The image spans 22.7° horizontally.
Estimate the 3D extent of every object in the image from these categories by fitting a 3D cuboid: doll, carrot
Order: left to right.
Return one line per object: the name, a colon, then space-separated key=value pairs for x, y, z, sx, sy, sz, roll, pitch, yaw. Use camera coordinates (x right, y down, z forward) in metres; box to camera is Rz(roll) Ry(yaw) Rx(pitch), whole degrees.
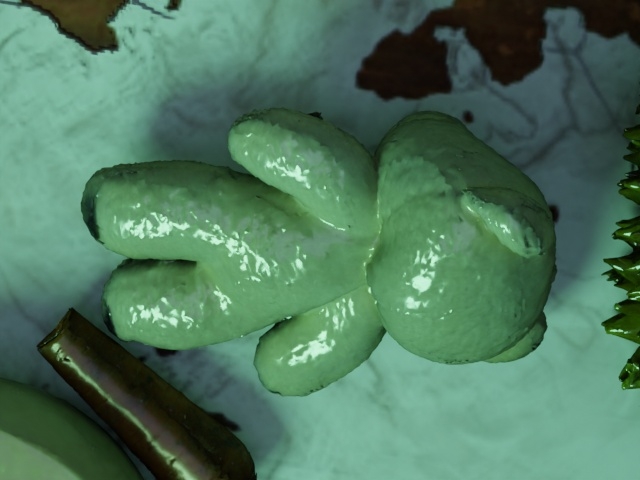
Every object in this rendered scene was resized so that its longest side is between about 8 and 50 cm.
carrot: x=-0.107 y=0.109 z=0.984 sx=0.161 sy=0.055 sz=0.055 roll=43 pitch=97 yaw=-9
doll: x=0.000 y=-0.004 z=0.947 sx=0.278 sy=0.175 sz=0.149 roll=0 pitch=63 yaw=7

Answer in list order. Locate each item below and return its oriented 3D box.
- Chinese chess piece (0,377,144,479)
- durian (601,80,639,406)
Chinese chess piece: x=-0.224 y=0.215 z=0.978 sx=0.273 sy=0.102 sz=0.273 roll=0 pitch=99 yaw=-1
durian: x=0.271 y=0.020 z=0.931 sx=0.198 sy=0.163 sz=0.394 roll=-15 pitch=94 yaw=-1
